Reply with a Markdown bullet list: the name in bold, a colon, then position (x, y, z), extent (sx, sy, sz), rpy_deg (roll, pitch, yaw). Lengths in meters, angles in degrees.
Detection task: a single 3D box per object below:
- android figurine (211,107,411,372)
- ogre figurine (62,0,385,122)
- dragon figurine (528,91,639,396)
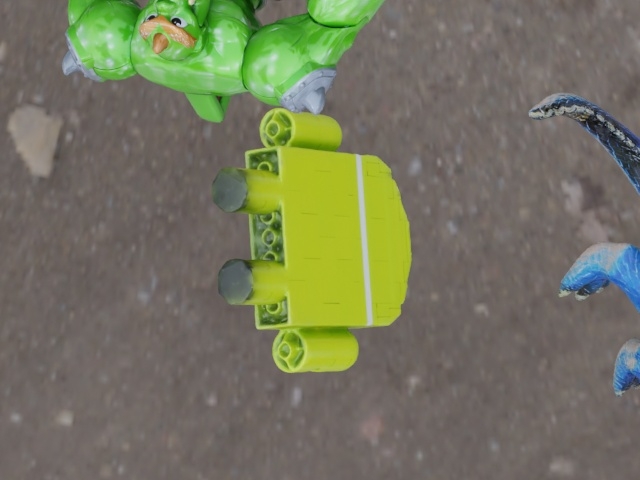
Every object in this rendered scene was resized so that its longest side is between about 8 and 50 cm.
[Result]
- **android figurine**: position (0.000, 0.000, 1.771), extent (0.056, 0.273, 0.248), rpy_deg (-8, 85, 36)
- **ogre figurine**: position (-0.047, -0.125, 0.915), extent (0.197, 0.097, 0.118), rpy_deg (15, 78, 1)
- **dragon figurine**: position (0.187, 0.040, 0.815), extent (0.085, 0.144, 0.289), rpy_deg (-41, 134, -17)
